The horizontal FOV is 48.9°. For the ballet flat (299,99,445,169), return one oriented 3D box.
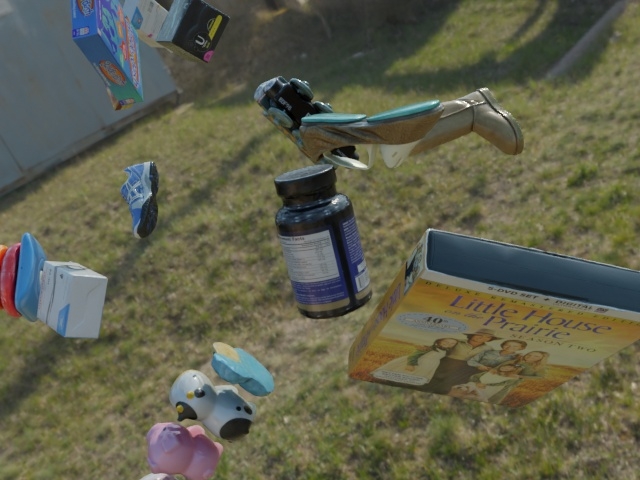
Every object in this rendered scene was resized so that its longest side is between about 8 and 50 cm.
[{"bbox_3d":[0.104,-0.206,1.427,0.342,0.124,0.116,0,20,35],"label":"ballet flat"}]

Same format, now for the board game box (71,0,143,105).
[{"bbox_3d":[-0.379,-0.365,1.256,0.047,0.210,0.160,-11,70,3],"label":"board game box"}]

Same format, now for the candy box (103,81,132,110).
[{"bbox_3d":[-0.538,-0.450,1.845,0.053,0.186,0.109,-18,-6,-33],"label":"candy box"}]

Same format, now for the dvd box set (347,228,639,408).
[{"bbox_3d":[0.230,0.133,0.988,0.308,0.420,0.062,11,61,-6],"label":"dvd box set"}]

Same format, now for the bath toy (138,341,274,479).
[{"bbox_3d":[-0.223,0.343,1.178,0.348,0.151,0.129,-58,-5,7],"label":"bath toy"}]

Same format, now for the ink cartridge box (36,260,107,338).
[{"bbox_3d":[-0.431,0.095,1.197,0.060,0.104,0.180,7,3,-39],"label":"ink cartridge box"}]

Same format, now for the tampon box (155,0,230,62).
[{"bbox_3d":[-0.305,-0.499,1.669,0.120,0.101,0.161,-64,30,2],"label":"tampon box"}]

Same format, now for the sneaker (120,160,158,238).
[{"bbox_3d":[-0.452,-0.098,1.754,0.081,0.080,0.211,-4,61,1],"label":"sneaker"}]

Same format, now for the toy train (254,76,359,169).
[{"bbox_3d":[-0.039,-0.315,1.922,0.142,0.334,0.190,-56,26,-9],"label":"toy train"}]

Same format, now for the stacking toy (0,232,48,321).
[{"bbox_3d":[-0.750,0.082,1.502,0.302,0.175,0.166,0,-19,-9],"label":"stacking toy"}]

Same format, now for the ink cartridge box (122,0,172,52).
[{"bbox_3d":[-0.501,-0.643,2.081,0.062,0.181,0.104,12,80,32],"label":"ink cartridge box"}]

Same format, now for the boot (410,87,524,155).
[{"bbox_3d":[0.329,-0.260,1.738,0.270,0.089,0.236,-19,49,-9],"label":"boot"}]

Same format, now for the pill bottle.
[{"bbox_3d":[0.000,0.000,1.080,0.123,0.219,0.123,-13,15,3],"label":"pill bottle"}]
